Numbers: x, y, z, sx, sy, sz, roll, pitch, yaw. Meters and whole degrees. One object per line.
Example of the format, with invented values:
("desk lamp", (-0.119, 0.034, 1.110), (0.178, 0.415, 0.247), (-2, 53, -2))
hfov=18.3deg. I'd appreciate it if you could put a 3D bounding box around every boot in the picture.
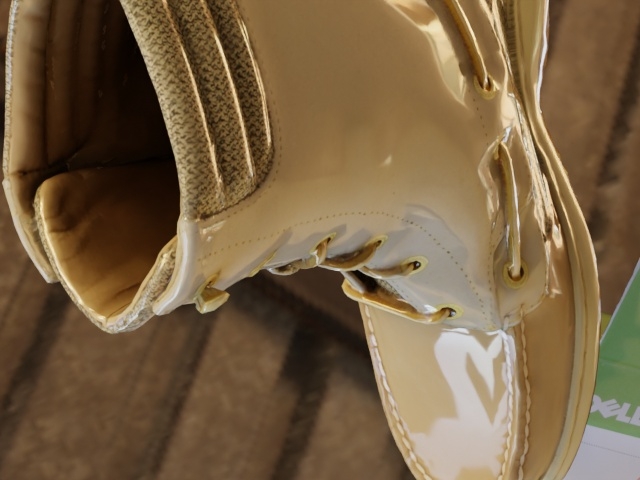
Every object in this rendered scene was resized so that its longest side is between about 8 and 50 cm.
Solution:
("boot", (0.000, 0.000, 0.643), (0.203, 0.095, 0.262), (-29, -59, -45))

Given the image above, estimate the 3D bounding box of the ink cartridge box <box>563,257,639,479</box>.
("ink cartridge box", (0.127, 0.090, 0.838), (0.109, 0.209, 0.062), (16, -158, -19))
